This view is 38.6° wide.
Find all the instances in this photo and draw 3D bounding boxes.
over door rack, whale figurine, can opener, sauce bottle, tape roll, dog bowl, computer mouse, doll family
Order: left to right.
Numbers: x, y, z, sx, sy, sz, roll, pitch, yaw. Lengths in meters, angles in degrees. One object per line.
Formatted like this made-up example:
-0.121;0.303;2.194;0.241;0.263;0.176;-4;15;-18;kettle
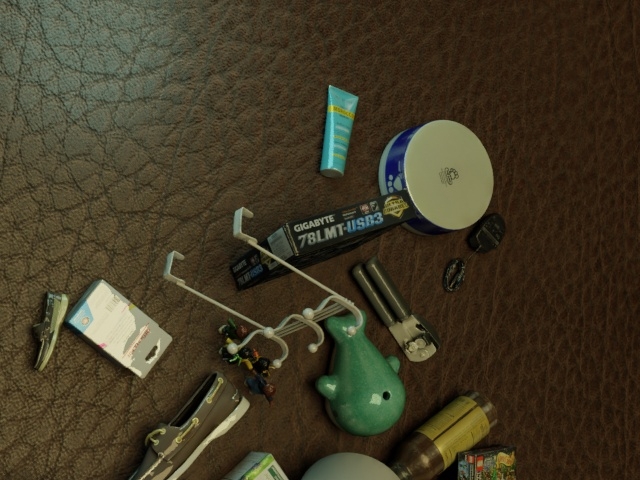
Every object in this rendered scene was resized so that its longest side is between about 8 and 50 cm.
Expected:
-0.144;0.247;1.851;0.193;0.111;0.076;50;63;-16;doll family
-0.116;0.113;1.701;0.324;0.239;0.108;41;44;-23;over door rack
0.048;0.567;1.817;0.246;0.246;0.169;66;19;-6;tape roll
0.093;0.284;1.965;0.216;0.141;0.272;-10;88;-30;whale figurine
0.171;0.157;2.079;0.280;0.074;0.093;54;28;-15;can opener
0.247;0.465;2.049;0.344;0.111;0.111;-29;98;-28;sauce bottle
0.273;-0.146;2.147;0.265;0.104;0.264;4;82;-29;dog bowl
0.369;0.028;2.223;0.071;0.041;0.242;48;70;-18;computer mouse

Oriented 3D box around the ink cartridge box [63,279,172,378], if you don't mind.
-0.387;0.172;1.751;0.181;0.061;0.104;43;66;-18;ink cartridge box

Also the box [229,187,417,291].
0.000;0.000;1.860;0.296;0.293;0.073;-18;85;-29;box

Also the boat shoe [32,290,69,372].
-0.509;0.167;1.691;0.049;0.056;0.152;21;64;-21;boat shoe

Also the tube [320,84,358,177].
0.039;-0.244;2.063;0.080;0.052;0.207;20;68;-33;tube

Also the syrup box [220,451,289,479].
-0.176;0.530;1.805;0.237;0.096;0.093;-39;101;-29;syrup box

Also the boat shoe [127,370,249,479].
-0.277;0.384;1.759;0.324;0.117;0.096;-42;100;-31;boat shoe

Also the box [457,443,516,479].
0.381;0.556;2.089;0.233;0.044;0.159;10;82;-55;box
